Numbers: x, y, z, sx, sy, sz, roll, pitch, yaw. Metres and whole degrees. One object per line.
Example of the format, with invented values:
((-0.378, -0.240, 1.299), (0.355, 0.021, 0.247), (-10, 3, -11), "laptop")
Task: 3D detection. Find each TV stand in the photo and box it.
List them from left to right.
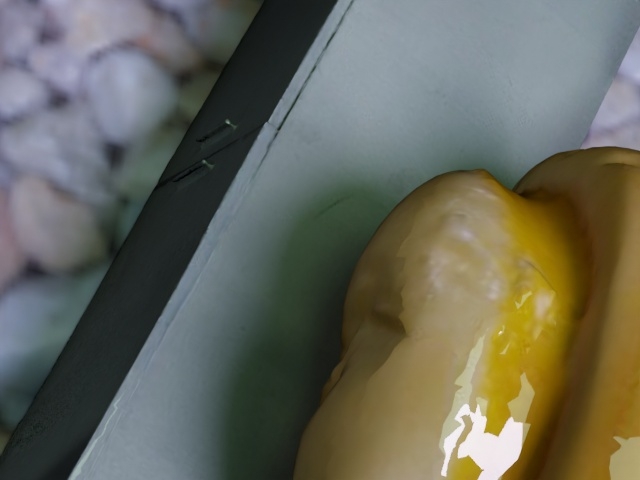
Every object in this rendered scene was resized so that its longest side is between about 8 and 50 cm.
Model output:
((0.000, 0.000, 0.547), (0.088, 0.083, 0.269), (38, 62, -17), "TV stand")

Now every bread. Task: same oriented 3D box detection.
((0.119, 0.093, 0.518), (0.311, 0.121, 0.172), (33, 68, -43), "bread")
